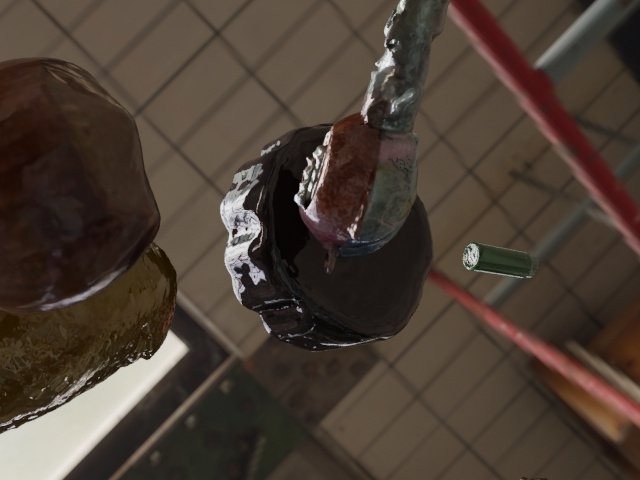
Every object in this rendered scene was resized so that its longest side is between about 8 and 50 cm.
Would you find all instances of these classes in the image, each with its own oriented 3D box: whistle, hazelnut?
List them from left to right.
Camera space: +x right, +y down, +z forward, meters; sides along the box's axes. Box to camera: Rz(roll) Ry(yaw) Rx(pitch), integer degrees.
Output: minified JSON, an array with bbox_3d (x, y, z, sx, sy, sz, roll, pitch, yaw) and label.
[{"bbox_3d":[-0.171,-0.033,0.839,0.143,0.143,0.154,60,-174,-76],"label":"hazelnut"},{"bbox_3d":[0.061,-0.123,1.578,0.134,0.346,0.142,20,-166,8],"label":"whistle"}]

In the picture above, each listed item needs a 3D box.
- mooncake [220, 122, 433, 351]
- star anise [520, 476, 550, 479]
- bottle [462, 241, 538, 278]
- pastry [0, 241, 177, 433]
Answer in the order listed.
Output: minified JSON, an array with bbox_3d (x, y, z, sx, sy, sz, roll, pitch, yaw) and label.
[{"bbox_3d":[0.000,0.000,1.755,0.141,0.283,0.283,-20,123,45],"label":"mooncake"},{"bbox_3d":[0.283,0.353,1.648,0.212,0.111,0.196,9,-161,-8],"label":"star anise"},{"bbox_3d":[0.188,0.022,1.493,0.083,0.030,0.030,10,-163,-33],"label":"bottle"},{"bbox_3d":[-0.296,0.094,1.365,0.356,0.356,0.164,161,89,-86],"label":"pastry"}]
